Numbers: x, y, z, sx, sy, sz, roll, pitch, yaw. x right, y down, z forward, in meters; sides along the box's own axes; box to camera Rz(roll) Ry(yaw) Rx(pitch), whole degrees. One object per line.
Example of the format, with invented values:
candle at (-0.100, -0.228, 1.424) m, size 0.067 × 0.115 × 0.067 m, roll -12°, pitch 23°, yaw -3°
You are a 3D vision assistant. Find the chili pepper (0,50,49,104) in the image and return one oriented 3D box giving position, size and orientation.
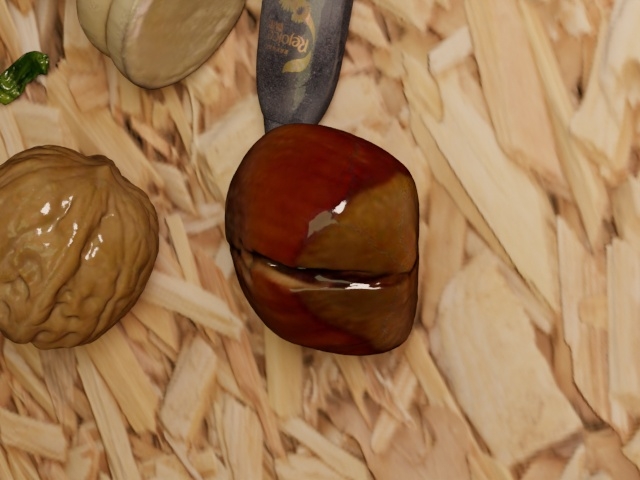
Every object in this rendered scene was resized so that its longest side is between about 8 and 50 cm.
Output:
chili pepper at (-0.320, -0.176, 1.306) m, size 0.091 × 0.034 × 0.030 m, roll -29°, pitch 121°, yaw 31°

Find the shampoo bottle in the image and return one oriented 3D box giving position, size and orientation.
shampoo bottle at (-0.015, -0.203, 1.111) m, size 0.087 × 0.049 × 0.234 m, roll 20°, pitch 112°, yaw 26°

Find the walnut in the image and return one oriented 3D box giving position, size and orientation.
walnut at (-0.262, 0.003, 1.230) m, size 0.213 × 0.213 × 0.213 m, roll 8°, pitch 107°, yaw 27°

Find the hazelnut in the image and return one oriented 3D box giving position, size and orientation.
hazelnut at (-0.002, 0.001, 1.085) m, size 0.181 × 0.181 × 0.212 m, roll 2°, pitch 116°, yaw 6°

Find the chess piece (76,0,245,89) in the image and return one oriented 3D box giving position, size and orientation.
chess piece at (-0.222, -0.293, 1.150) m, size 0.299 × 0.167 × 0.167 m, roll 40°, pitch 119°, yaw 19°
